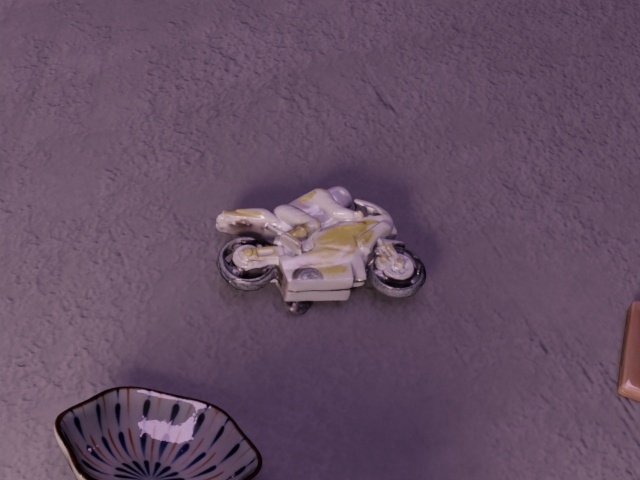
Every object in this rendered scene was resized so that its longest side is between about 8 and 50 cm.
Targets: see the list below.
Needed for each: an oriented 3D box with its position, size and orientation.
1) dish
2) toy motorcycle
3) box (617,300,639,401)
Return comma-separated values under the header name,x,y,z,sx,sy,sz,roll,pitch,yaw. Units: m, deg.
name,x,y,z,sx,sy,sz,roll,pitch,yaw
dish,-0.152,0.209,0.929,0.190,0.066,0.191,14,20,-5
toy motorcycle,0.000,0.000,1.110,0.228,0.074,0.151,3,53,-4
box,0.352,0.120,1.107,0.048,0.025,0.115,17,56,5
